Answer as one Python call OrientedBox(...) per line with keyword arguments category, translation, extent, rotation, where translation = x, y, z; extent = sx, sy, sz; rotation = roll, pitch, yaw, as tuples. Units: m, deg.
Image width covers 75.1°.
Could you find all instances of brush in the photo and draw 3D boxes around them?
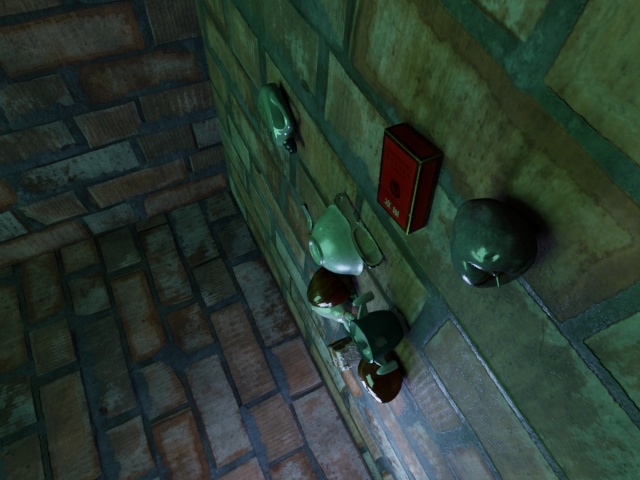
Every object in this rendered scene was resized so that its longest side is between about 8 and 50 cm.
OrientedBox(category="brush", translation=(0.127, -0.034, 1.489), extent=(0.313, 0.071, 0.067), rotation=(63, 176, 21))

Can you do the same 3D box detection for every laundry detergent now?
OrientedBox(category="laundry detergent", translation=(-0.168, -0.495, 1.755), extent=(0.281, 0.105, 0.215), rotation=(64, 161, 19))

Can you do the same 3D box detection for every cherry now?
OrientedBox(category="cherry", translation=(0.323, 0.006, 0.799), extent=(0.176, 0.139, 0.176), rotation=(-178, 90, -81))

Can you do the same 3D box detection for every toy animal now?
OrientedBox(category="toy animal", translation=(0.088, 0.308, 1.913), extent=(0.282, 0.138, 0.141), rotation=(17, 140, 40))

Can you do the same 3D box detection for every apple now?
OrientedBox(category="apple", translation=(0.246, 0.542, 1.681), extent=(0.201, 0.162, 0.201), rotation=(53, 167, 18))

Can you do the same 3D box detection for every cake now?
OrientedBox(category="cake", translation=(0.129, 0.583, 2.136), extent=(0.147, 0.135, 0.135), rotation=(9, 119, 65))

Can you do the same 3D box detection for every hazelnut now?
OrientedBox(category="hazelnut", translation=(0.037, 0.205, 1.821), extent=(0.212, 0.181, 0.181), rotation=(-92, 14, -71))

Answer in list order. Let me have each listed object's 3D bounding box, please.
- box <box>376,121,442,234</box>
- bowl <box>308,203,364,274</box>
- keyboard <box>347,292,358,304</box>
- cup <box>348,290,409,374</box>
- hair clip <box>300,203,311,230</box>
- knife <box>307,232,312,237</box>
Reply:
OrientedBox(category="box", translation=(0.215, -0.151, 1.050), extent=(0.153, 0.074, 0.240), rotation=(51, 157, 35))
OrientedBox(category="bowl", translation=(0.039, 0.023, 1.690), extent=(0.313, 0.146, 0.314), rotation=(55, 159, 33))
OrientedBox(category="keyboard", translation=(0.144, 0.267, 1.898), extent=(0.053, 0.010, 0.155), rotation=(65, 163, 7))
OrientedBox(category="cup", translation=(0.211, 0.321, 1.471), extent=(0.300, 0.173, 0.167), rotation=(70, 163, -8))
OrientedBox(category="hair clip", translation=(-0.068, -0.117, 2.060), extent=(0.054, 0.022, 0.138), rotation=(27, 136, 65))
OrientedBox(category="knife", translation=(0.001, 0.000, 1.989), extent=(0.256, 0.022, 0.046), rotation=(22, 125, 62))
